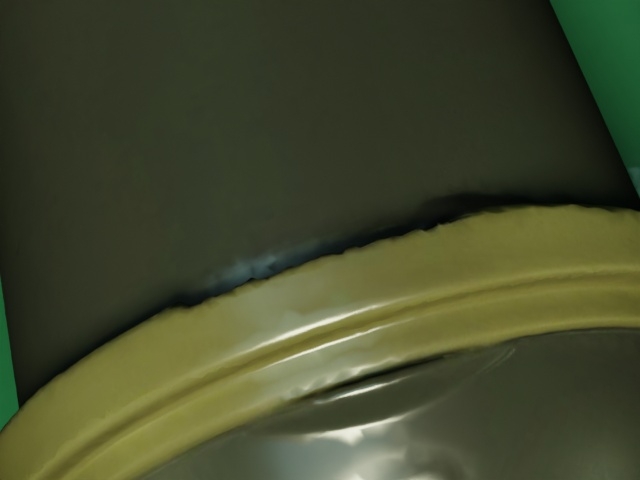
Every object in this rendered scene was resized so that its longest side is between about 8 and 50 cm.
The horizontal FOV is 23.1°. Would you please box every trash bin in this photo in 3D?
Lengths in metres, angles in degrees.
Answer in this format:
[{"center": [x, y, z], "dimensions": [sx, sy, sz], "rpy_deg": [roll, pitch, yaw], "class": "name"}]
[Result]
[{"center": [0.000, 0.000, 0.474], "dimensions": [0.214, 0.214, 0.334], "rpy_deg": [-19, 68, 13], "class": "trash bin"}]
